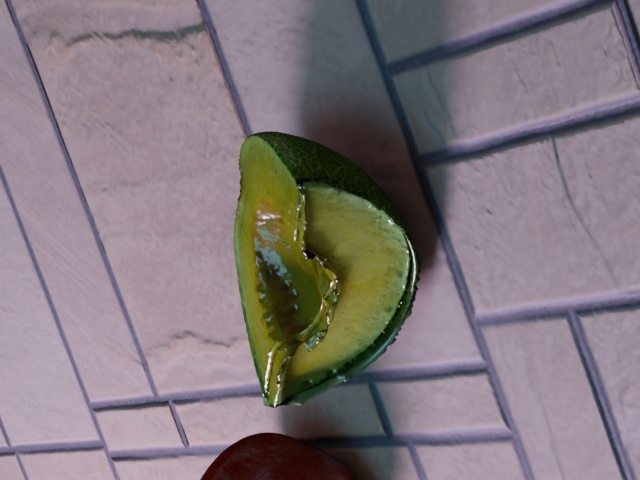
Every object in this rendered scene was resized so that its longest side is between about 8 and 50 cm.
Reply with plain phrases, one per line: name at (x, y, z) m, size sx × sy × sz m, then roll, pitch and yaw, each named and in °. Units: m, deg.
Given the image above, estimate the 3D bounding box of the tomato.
tomato at (-0.037, 0.274, 1.692) m, size 0.187 × 0.151 × 0.187 m, roll 22°, pitch 163°, yaw 7°

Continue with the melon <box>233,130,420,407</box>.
melon at (0.000, 0.000, 1.519) m, size 0.169 × 0.129 × 0.265 m, roll -116°, pitch 25°, yaw -44°
